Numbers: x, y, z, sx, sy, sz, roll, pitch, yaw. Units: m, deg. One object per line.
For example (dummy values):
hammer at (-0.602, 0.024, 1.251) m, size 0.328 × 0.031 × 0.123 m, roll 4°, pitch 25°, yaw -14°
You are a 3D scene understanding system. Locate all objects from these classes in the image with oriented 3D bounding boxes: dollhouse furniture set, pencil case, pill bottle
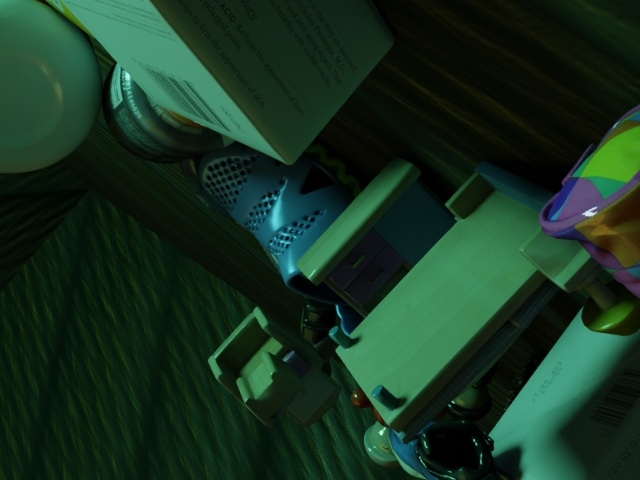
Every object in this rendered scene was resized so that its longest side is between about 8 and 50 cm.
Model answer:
dollhouse furniture set at (0.098, 0.106, 0.727) m, size 0.198 × 0.286 × 0.303 m, roll 42°, pitch 180°, yaw -22°
pencil case at (0.230, 0.030, 0.492) m, size 0.236 × 0.104 × 0.104 m, roll 42°, pitch 169°, yaw -11°
pill bottle at (-0.346, -0.218, 0.990) m, size 0.181 × 0.181 × 0.323 m, roll 46°, pitch -172°, yaw -37°
pill bottle at (-0.130, -0.142, 0.859) m, size 0.130 × 0.130 × 0.246 m, roll 41°, pitch 169°, yaw -16°

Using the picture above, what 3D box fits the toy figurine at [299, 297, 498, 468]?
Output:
toy figurine at (0.085, 0.136, 1.045) m, size 0.210 × 0.213 × 0.148 m, roll 31°, pitch 128°, yaw 35°

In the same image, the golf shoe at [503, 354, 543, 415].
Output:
golf shoe at (0.282, 0.194, 1.116) m, size 0.094 × 0.077 × 0.198 m, roll 21°, pitch 170°, yaw 12°

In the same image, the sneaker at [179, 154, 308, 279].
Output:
sneaker at (-0.037, -0.045, 1.103) m, size 0.131 × 0.112 × 0.319 m, roll 5°, pitch 151°, yaw 41°

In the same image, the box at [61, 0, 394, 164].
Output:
box at (-0.079, -0.168, 0.612) m, size 0.181 × 0.119 × 0.182 m, roll 28°, pitch 164°, yaw 45°

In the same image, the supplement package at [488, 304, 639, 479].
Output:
supplement package at (0.314, 0.211, 0.747) m, size 0.293 × 0.177 × 0.175 m, roll 40°, pitch 171°, yaw -10°

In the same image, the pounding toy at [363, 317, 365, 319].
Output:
pounding toy at (0.093, 0.109, 1.280) m, size 0.206 × 0.094 × 0.181 m, roll 44°, pitch 168°, yaw -28°

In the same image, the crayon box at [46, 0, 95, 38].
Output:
crayon box at (-0.311, -0.334, 0.780) m, size 0.323 × 0.083 × 0.203 m, roll 38°, pitch 170°, yaw 4°

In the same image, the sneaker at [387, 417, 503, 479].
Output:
sneaker at (0.100, 0.171, 0.762) m, size 0.152 × 0.058 × 0.084 m, roll 42°, pitch 157°, yaw 55°

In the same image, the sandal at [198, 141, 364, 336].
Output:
sandal at (0.000, 0.000, 0.946) m, size 0.317 × 0.138 × 0.126 m, roll 32°, pitch 138°, yaw 10°
